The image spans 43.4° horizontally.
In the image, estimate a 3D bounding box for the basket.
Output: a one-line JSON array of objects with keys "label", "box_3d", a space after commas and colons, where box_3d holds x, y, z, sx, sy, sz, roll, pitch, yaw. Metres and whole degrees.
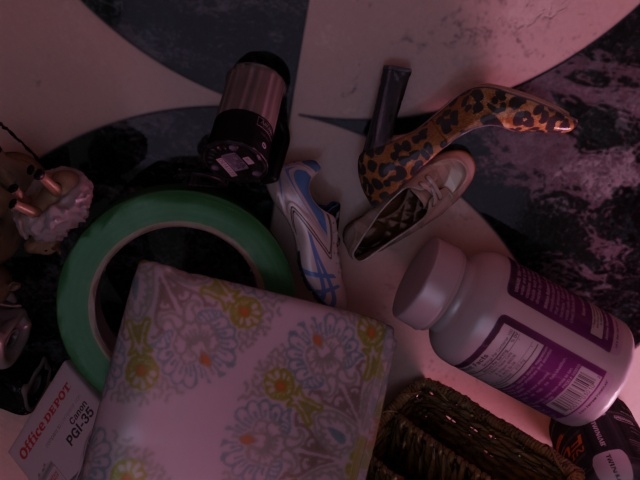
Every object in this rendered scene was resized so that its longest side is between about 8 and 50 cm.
[{"label": "basket", "box_3d": [0.170, 0.365, 1.122, 0.299, 0.213, 0.223, 30, 119, 39]}]

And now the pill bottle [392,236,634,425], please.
[{"label": "pill bottle", "box_3d": [0.258, 0.119, 1.106, 0.302, 0.169, 0.169, 29, 110, -7]}]

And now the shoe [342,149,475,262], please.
[{"label": "shoe", "box_3d": [0.124, -0.043, 1.109, 0.219, 0.058, 0.076, -38, 105, 16]}]

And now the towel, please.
[{"label": "towel", "box_3d": [-0.095, 0.224, 1.052, 0.375, 0.090, 0.320, 16, 80, -17]}]

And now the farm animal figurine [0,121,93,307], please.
[{"label": "farm animal figurine", "box_3d": [-0.480, 0.004, 1.087, 0.330, 0.172, 0.326, 29, 78, 33]}]

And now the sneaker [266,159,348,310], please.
[{"label": "sneaker", "box_3d": [0.000, 0.000, 1.123, 0.086, 0.085, 0.237, -19, 112, 3]}]

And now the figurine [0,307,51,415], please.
[{"label": "figurine", "box_3d": [-0.531, 0.160, 1.184, 0.210, 0.092, 0.214, 10, 140, 6]}]

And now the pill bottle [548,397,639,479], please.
[{"label": "pill bottle", "box_3d": [0.413, 0.330, 1.137, 0.131, 0.245, 0.130, 1, 111, 3]}]

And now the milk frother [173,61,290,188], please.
[{"label": "milk frother", "box_3d": [-0.120, -0.139, 1.053, 0.143, 0.134, 0.129, 2, 147, 15]}]

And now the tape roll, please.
[{"label": "tape roll", "box_3d": [-0.198, 0.083, 1.125, 0.321, 0.077, 0.321, -2, 101, -8]}]

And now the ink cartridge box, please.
[{"label": "ink cartridge box", "box_3d": [-0.302, 0.332, 1.186, 0.283, 0.117, 0.207, 42, 111, 19]}]

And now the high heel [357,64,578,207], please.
[{"label": "high heel", "box_3d": [0.183, -0.112, 1.041, 0.261, 0.093, 0.186, 14, 96, 14]}]
